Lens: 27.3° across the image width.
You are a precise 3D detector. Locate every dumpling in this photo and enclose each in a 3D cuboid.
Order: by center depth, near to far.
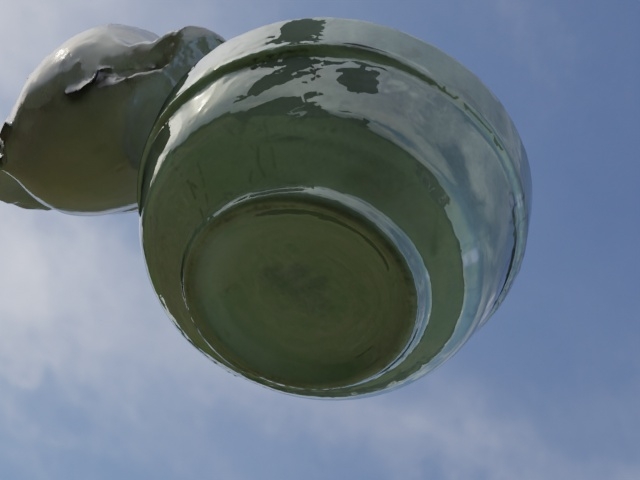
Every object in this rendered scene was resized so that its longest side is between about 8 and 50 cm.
[{"bbox_3d":[-0.166,-0.094,1.180,0.243,0.175,0.227,11,-8,41],"label":"dumpling"}]

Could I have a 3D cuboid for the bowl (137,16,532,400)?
[{"bbox_3d":[0.000,0.000,0.984,0.307,0.163,0.307,6,-57,9],"label":"bowl"}]
